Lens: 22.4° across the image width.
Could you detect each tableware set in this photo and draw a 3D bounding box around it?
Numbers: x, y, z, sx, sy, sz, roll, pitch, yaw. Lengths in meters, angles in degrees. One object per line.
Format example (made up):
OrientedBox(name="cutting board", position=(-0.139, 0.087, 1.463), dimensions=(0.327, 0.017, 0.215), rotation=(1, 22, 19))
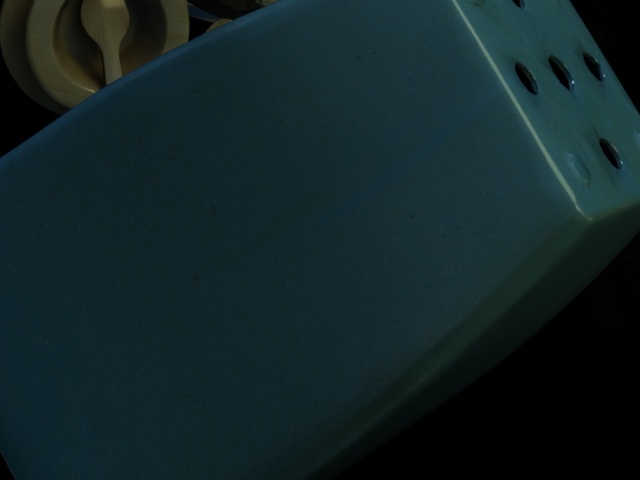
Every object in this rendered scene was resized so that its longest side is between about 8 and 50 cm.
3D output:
OrientedBox(name="tableware set", position=(-0.063, -0.134, 0.702), dimensions=(0.128, 0.194, 0.039), rotation=(33, 6, -35))

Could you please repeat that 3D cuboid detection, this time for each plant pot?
OrientedBox(name="plant pot", position=(0.000, 0.000, 0.610), dimensions=(0.165, 0.234, 0.165), rotation=(-17, 76, -59))

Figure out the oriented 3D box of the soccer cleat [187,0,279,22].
OrientedBox(name="soccer cleat", position=(-0.128, -0.185, 0.757), dimensions=(0.331, 0.116, 0.143), rotation=(21, 13, -34))
